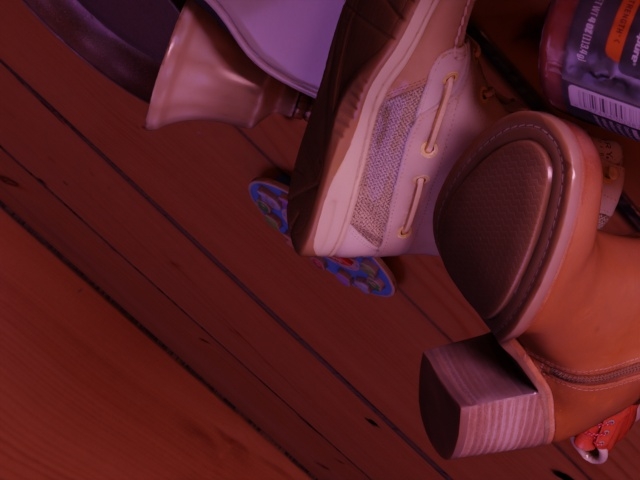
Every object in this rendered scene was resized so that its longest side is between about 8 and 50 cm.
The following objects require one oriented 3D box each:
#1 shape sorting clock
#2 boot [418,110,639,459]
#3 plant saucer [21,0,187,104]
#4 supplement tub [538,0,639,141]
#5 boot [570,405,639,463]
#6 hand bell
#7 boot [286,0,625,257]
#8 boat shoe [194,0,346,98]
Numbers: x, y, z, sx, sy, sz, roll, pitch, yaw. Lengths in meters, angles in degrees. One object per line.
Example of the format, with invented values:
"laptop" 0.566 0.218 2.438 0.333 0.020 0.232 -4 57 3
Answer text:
"shape sorting clock" 0.000 0.000 1.266 0.206 0.040 0.206 35 162 13
"boot" 0.186 0.023 0.693 0.109 0.220 0.283 -122 26 -46
"plant saucer" -0.205 -0.239 1.058 0.311 0.050 0.310 35 163 12
"supplement tub" 0.211 -0.081 0.530 0.198 0.106 0.106 26 159 32
"boot" 0.269 0.157 1.053 0.059 0.084 0.158 30 159 31
"hand bell" -0.007 -0.107 0.905 0.242 0.126 0.126 20 164 -6
"boot" 0.108 -0.088 0.707 0.204 0.261 0.095 9 -149 -19
"boat shoe" -0.057 -0.209 0.803 0.335 0.095 0.112 31 126 10
